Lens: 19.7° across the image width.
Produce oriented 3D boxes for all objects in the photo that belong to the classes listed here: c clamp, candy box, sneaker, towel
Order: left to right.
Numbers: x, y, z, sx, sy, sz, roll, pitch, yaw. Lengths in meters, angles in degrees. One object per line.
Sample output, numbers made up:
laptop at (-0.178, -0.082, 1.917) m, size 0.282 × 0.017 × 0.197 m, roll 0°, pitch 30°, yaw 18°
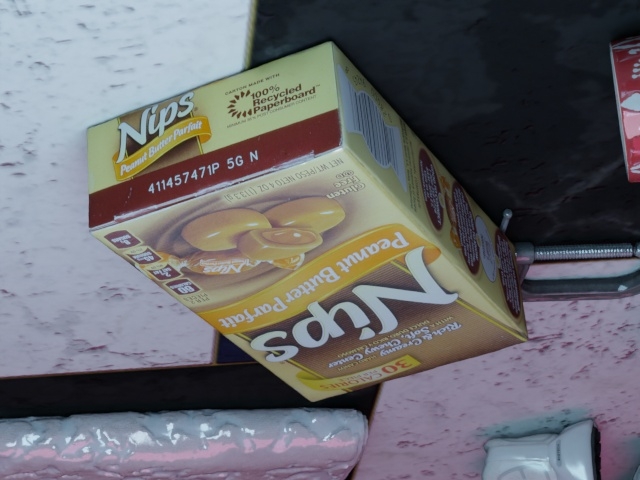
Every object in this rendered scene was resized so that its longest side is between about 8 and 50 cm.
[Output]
towel at (-0.146, 0.236, 1.714) m, size 0.332 × 0.053 × 0.317 m, roll -2°, pitch 151°, yaw -13°
candy box at (0.000, 0.000, 1.264) m, size 0.183 × 0.087 × 0.316 m, roll -17°, pitch 148°, yaw 21°
sneaker at (0.221, 0.266, 1.819) m, size 0.118 × 0.110 × 0.292 m, roll -3°, pitch 144°, yaw 9°
c clamp at (0.198, 0.019, 1.424) m, size 0.161 × 0.022 × 0.137 m, roll 1°, pitch 151°, yaw -14°

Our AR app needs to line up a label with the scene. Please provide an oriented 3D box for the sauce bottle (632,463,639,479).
sauce bottle at (0.361, 0.311, 1.915) m, size 0.111 × 0.111 × 0.344 m, roll -12°, pitch 151°, yaw 8°

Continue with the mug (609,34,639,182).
mug at (0.274, -0.083, 1.166) m, size 0.169 × 0.113 × 0.150 m, roll -8°, pitch 150°, yaw 8°
